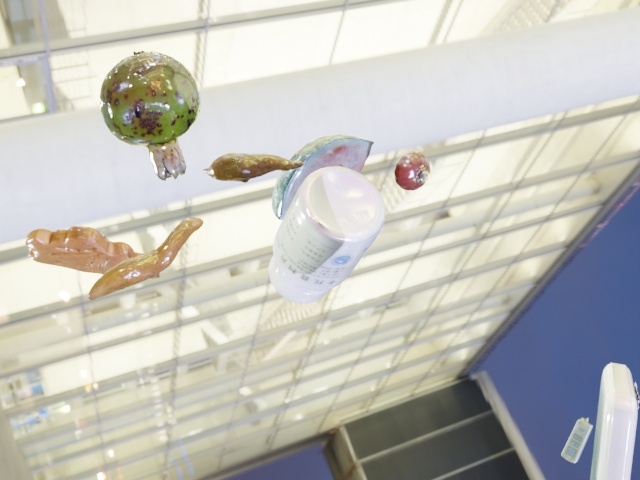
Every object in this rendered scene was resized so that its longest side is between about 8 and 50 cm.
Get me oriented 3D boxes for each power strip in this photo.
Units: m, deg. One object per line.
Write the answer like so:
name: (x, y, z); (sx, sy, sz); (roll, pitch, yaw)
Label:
power strip: (0.436, 0.338, 1.357); (0.027, 0.017, 0.083); (25, -82, 31)

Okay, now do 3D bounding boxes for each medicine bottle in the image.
medicine bottle: (0.000, 0.000, 1.538); (0.170, 0.170, 0.293); (67, -28, 21)

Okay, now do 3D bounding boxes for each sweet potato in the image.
sweet potato: (-0.222, 0.027, 1.040); (0.044, 0.179, 0.044); (50, -16, 19)
sweet potato: (-0.150, -0.159, 1.720); (0.068, 0.226, 0.068); (-4, 90, -84)

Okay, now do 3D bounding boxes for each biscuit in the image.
biscuit: (-0.484, 0.040, 1.739); (0.284, 0.306, 0.043); (-17, -120, 49)

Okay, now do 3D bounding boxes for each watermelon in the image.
watermelon: (0.001, -0.163, 2.108); (0.226, 0.318, 0.148); (55, -7, -33)

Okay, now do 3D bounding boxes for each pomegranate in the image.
pomegranate: (-0.311, -0.234, 1.507); (0.202, 0.202, 0.247); (15, -57, 66)

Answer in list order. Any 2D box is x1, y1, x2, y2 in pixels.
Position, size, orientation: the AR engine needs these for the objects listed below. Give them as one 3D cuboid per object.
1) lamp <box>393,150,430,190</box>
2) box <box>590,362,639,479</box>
lamp: (0.227, -0.172, 1.990); (0.090, 0.101, 0.101); (29, -48, 43)
box: (0.313, 0.286, 0.875); (0.142, 0.044, 0.285); (-27, 122, -71)
